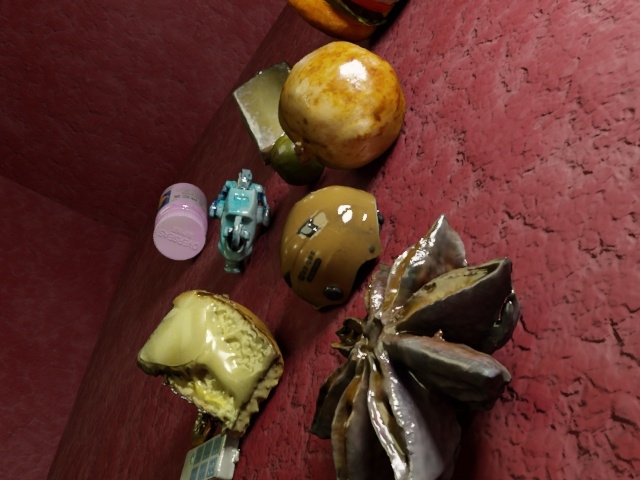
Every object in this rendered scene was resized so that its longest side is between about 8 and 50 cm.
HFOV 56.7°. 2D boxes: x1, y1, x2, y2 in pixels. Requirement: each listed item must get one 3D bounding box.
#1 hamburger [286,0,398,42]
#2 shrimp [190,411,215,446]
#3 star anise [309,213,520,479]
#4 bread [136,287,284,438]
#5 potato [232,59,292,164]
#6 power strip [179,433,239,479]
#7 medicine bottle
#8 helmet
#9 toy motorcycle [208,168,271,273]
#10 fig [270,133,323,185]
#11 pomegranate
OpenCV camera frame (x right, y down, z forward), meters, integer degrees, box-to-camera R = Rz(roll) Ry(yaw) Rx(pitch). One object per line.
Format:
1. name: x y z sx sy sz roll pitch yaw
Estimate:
1. hamburger: 0.066 -0.646 1.375 0.250 0.330 0.330 -39 30 41
2. shrimp: -0.229 0.351 1.197 0.091 0.025 0.127 -31 41 51
3. star anise: 0.096 0.129 0.636 0.332 0.117 0.332 -57 14 23
4. bread: -0.176 0.208 1.079 0.262 0.162 0.204 32 93 26
5. potato: -0.115 -0.338 1.702 0.189 0.211 0.264 -24 64 -4
6. power strip: -0.202 0.402 1.062 0.192 0.035 0.081 -39 33 44
7. medicine bottle: -0.480 -0.070 2.052 0.178 0.178 0.291 -54 22 17
8. helmet: 0.000 0.000 0.983 0.224 0.130 0.198 -49 22 31
9. toy motorcycle: -0.204 -0.043 1.485 0.206 0.154 0.260 108 168 -47
10. fig: -0.005 -0.222 1.310 0.236 0.124 0.124 -41 26 9
11. pomegranate: 0.033 -0.235 1.071 0.248 0.248 0.248 -47 26 31
